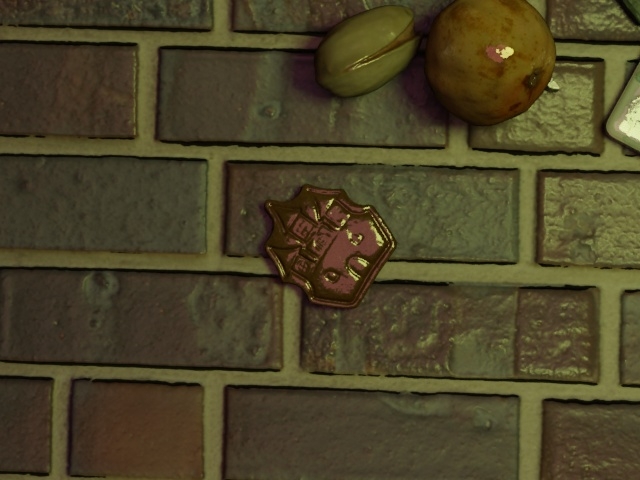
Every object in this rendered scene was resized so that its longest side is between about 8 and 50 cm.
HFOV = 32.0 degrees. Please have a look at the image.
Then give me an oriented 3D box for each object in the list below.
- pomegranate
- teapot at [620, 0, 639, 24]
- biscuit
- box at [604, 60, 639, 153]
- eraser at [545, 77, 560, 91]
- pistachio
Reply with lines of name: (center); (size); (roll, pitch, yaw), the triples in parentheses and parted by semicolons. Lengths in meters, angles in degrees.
pomegranate: (0.251, -0.275, 1.683); (0.207, 0.207, 0.207); (0, 89, 2)
teapot: (0.484, -0.390, 1.760); (0.043, 0.043, 0.110); (-43, 83, 1)
biscuit: (0.000, 0.000, 1.773); (0.215, 0.034, 0.182); (33, 90, 3)
box: (0.571, -0.261, 1.752); (0.142, 0.044, 0.285); (29, 90, 7)
eraser: (0.343, -0.274, 1.768); (0.019, 0.027, 0.099); (-36, 87, -1)
pistachio: (0.073, -0.293, 1.732); (0.185, 0.124, 0.124); (-33, 88, 3)
